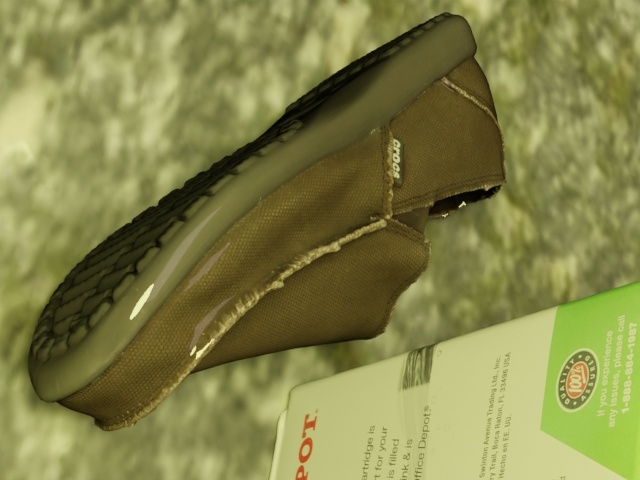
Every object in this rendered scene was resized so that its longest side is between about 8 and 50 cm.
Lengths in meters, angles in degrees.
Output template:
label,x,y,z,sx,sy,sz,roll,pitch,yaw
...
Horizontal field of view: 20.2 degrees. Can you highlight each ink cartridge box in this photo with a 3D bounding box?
label,x,y,z,sx,sy,sz,roll,pitch,yaw
ink cartridge box,0.092,0.154,0.890,0.114,0.273,0.198,27,60,-31

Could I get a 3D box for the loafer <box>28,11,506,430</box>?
label,x,y,z,sx,sy,sz,roll,pitch,yaw
loafer,0.000,0.000,0.962,0.366,0.134,0.130,-39,99,-40
